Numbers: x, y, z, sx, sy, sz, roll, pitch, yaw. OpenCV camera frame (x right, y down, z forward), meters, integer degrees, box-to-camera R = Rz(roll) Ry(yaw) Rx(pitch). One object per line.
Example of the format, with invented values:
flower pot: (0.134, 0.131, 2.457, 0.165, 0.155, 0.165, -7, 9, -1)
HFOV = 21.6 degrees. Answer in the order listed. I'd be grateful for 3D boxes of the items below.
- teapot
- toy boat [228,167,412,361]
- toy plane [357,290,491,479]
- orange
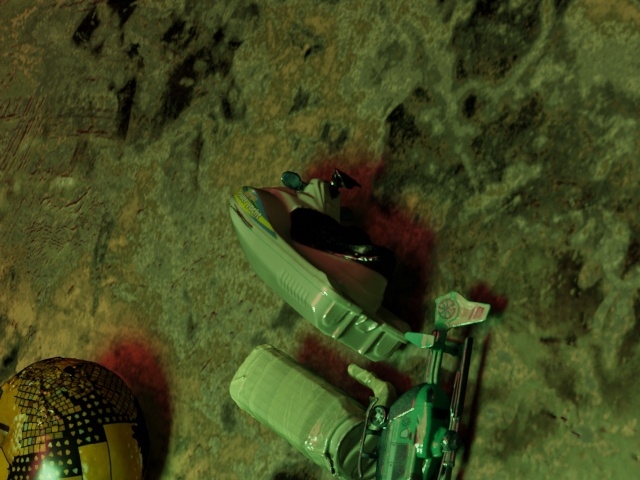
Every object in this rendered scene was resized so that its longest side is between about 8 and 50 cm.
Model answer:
teapot: (0.002, 0.162, 1.673, 0.107, 0.077, 0.200, -51, 36, -7)
toy boat: (-0.002, 0.008, 1.698, 0.141, 0.140, 0.269, -54, 37, 21)
toy plane: (0.096, 0.161, 1.561, 0.096, 0.060, 0.235, 5, 82, 45)
orange: (-0.300, 0.252, 1.926, 0.234, 0.182, 0.234, -34, 39, 33)
